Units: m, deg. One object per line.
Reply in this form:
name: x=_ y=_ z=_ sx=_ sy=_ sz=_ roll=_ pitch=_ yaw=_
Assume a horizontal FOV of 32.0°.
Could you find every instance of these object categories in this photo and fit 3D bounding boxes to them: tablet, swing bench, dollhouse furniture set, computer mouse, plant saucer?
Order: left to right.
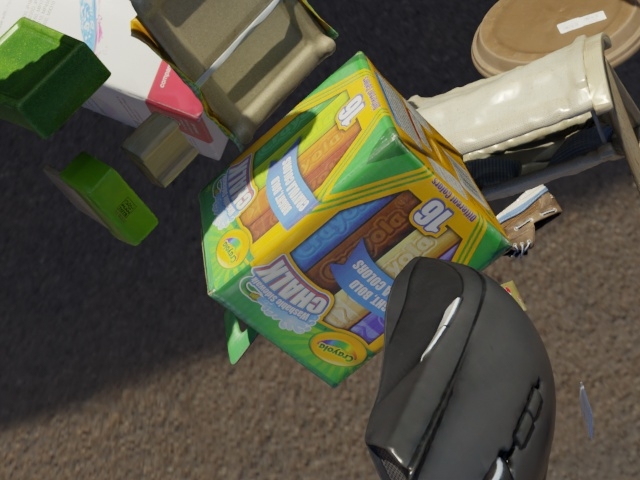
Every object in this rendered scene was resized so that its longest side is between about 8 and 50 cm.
dollhouse furniture set: x=-0.162 y=-0.174 z=1.094 sx=0.301 sy=0.151 sz=0.197 roll=-48 pitch=128 yaw=-15
computer mouse: x=0.081 y=0.118 z=0.471 sx=0.060 sy=0.262 sz=0.184 roll=-23 pitch=107 yaw=23
swing bench: x=0.234 y=-0.109 z=1.285 sx=0.253 sy=0.165 sz=0.255 roll=-16 pitch=142 yaw=23
plant saucer: x=0.358 y=-0.324 z=1.672 sx=0.278 sy=0.278 sz=0.041 roll=-22 pitch=129 yaw=3
tablet: x=0.418 y=0.268 z=1.757 sx=0.006 sy=0.083 sz=0.054 roll=-6 pitch=118 yaw=4

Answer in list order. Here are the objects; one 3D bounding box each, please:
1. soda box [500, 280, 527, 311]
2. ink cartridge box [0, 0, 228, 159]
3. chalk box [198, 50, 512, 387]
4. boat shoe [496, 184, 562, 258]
soda box: x=0.257 y=0.133 z=1.898 sx=0.181 sy=0.061 sz=0.058 roll=-30 pitch=81 yaw=35
ink cartridge box: x=-0.253 y=-0.229 z=1.393 sx=0.306 sy=0.226 sz=0.131 roll=23 pitch=84 yaw=3
chalk box: x=0.000 y=0.000 z=1.073 sx=0.289 sy=0.180 sz=0.179 roll=-40 pitch=122 yaw=15
boat shoe: x=0.284 y=-0.011 z=1.631 sx=0.183 sy=0.066 sz=0.066 roll=-42 pitch=74 yaw=-17
